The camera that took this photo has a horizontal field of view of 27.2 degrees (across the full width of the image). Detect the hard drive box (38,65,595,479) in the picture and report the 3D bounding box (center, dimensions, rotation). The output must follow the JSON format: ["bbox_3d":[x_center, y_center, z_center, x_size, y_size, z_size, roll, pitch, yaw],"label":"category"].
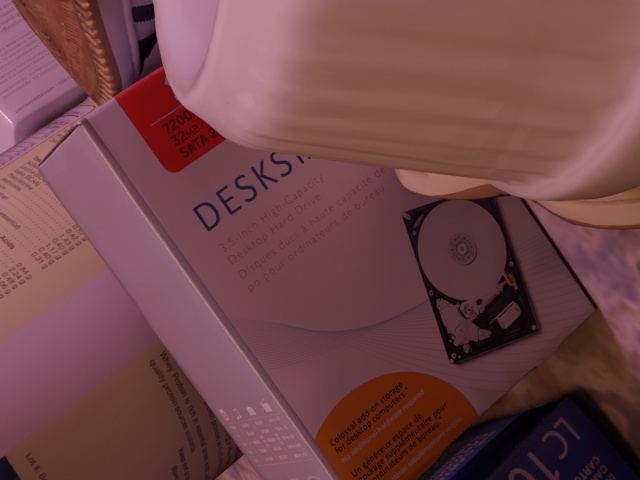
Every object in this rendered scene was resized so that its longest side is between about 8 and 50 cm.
[{"bbox_3d":[0.000,0.000,0.682,0.232,0.181,0.089,54,154,-5],"label":"hard drive box"}]

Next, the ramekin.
[{"bbox_3d":[0.021,-0.144,0.382,0.273,0.127,0.272,178,90,-77],"label":"ramekin"}]

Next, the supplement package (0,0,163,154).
[{"bbox_3d":[-0.233,-0.155,0.920,0.244,0.134,0.139,45,153,16],"label":"supplement package"}]

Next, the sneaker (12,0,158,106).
[{"bbox_3d":[-0.081,-0.171,0.660,0.099,0.153,0.282,47,165,8],"label":"sneaker"}]

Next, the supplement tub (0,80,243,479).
[{"bbox_3d":[-0.133,0.050,0.796,0.235,0.325,0.235,38,151,27],"label":"supplement tub"}]

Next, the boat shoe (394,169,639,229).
[{"bbox_3d":[0.102,-0.075,0.509,0.098,0.109,0.302,60,159,-18],"label":"boat shoe"}]

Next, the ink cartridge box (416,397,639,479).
[{"bbox_3d":[0.053,0.250,0.809,0.151,0.270,0.395,50,154,-2],"label":"ink cartridge box"}]
